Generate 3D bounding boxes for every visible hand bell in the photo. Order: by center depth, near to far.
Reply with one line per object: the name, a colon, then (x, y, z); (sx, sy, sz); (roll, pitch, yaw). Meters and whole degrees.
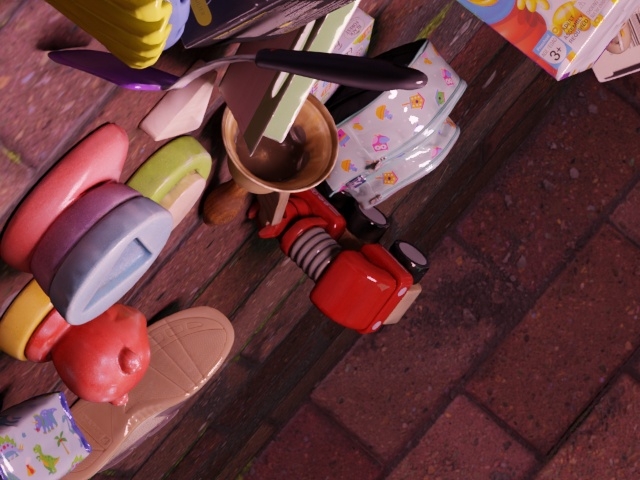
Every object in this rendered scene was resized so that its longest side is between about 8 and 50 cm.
hand bell: (-0.083, -0.064, 1.667); (0.126, 0.126, 0.242); (-44, 179, -31)

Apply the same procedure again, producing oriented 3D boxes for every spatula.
spatula: (-0.061, -0.120, 1.090); (0.084, 0.296, 0.030); (-15, 106, -60)

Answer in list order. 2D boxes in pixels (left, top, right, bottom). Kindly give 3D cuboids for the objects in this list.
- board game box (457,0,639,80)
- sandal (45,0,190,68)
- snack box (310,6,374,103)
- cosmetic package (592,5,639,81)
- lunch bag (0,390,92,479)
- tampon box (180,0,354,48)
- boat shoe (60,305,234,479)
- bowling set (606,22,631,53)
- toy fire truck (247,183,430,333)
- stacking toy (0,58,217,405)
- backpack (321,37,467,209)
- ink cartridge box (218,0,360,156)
board game box: (0.157, -0.283, 1.353); (0.142, 0.275, 0.144); (-54, 169, 21)
sandal: (-0.107, -0.221, 0.933); (0.138, 0.126, 0.317); (-50, 171, -24)
snack box: (-0.002, -0.182, 1.691); (0.141, 0.037, 0.100); (-48, 171, -18)
cosmetic package: (0.404, -0.353, 2.052); (0.153, 0.129, 0.296); (-19, -147, 18)
lunch bag: (-0.336, 0.225, 1.590); (0.151, 0.096, 0.129); (-22, -173, 35)
tampon box: (-0.046, -0.213, 1.108); (0.101, 0.120, 0.161); (-23, 179, 23)
boat shoe: (-0.225, 0.191, 1.922); (0.285, 0.103, 0.092); (-45, 174, -7)
bowling set: (0.254, -0.340, 1.854); (0.200, 0.287, 0.154); (-18, 166, 9)
toy fire truck: (0.000, 0.000, 1.914); (0.246, 0.217, 0.158); (-2, 133, -56)
stacking toy: (-0.162, 0.007, 1.446); (0.279, 0.130, 0.309); (-44, 168, -25)
backpack: (0.079, -0.138, 1.769); (0.188, 0.144, 0.166); (-40, -171, 40)
ink cartridge box: (-0.016, -0.165, 1.309); (0.171, 0.056, 0.235); (-61, -160, 13)
